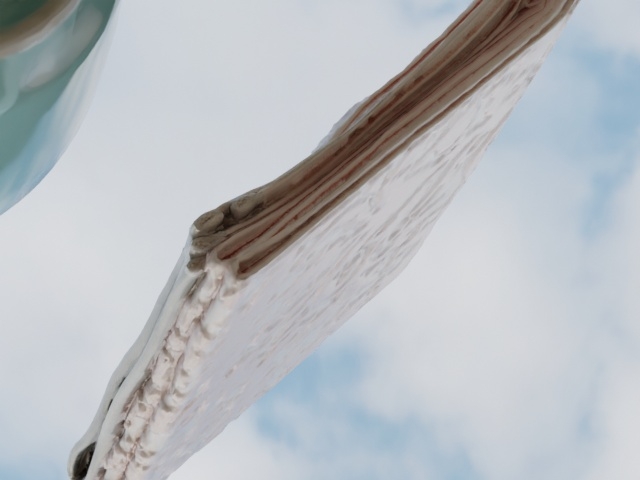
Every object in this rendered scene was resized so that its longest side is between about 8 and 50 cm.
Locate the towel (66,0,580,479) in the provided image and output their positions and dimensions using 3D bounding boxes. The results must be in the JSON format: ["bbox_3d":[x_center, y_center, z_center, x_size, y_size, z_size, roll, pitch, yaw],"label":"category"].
[{"bbox_3d":[0.000,0.000,1.148,0.053,0.332,0.317,45,-123,9],"label":"towel"}]

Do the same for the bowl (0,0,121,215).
[{"bbox_3d":[-0.215,-0.155,0.943,0.312,0.163,0.311,6,-102,-28],"label":"bowl"}]
